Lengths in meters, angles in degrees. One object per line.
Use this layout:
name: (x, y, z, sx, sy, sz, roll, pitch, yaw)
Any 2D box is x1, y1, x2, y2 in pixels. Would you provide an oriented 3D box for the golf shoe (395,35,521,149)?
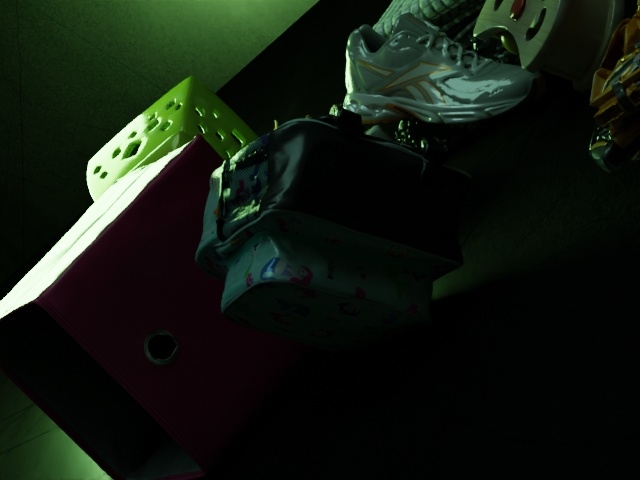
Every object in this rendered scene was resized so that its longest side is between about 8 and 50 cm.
golf shoe: (0.174, -0.166, 2.041, 0.198, 0.077, 0.094, -44, -15, 26)

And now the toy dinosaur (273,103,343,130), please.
toy dinosaur: (-0.036, -0.162, 2.716, 0.112, 0.064, 0.211, -31, 12, -37)

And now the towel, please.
towel: (0.220, -0.343, 2.341, 0.235, 0.121, 0.284, -32, 15, 37)

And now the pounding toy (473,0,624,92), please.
pounding toy: (0.284, -0.228, 1.840, 0.269, 0.155, 0.154, 180, 107, -71)

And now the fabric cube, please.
fabric cube: (-0.172, 0.084, 1.853, 0.258, 0.254, 0.259, -48, 12, -26)

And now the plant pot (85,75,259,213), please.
plant pot: (-0.196, -0.063, 2.503, 0.228, 0.227, 0.207, -39, 20, 18)

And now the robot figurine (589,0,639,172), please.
robot figurine: (0.321, -0.176, 1.536, 0.211, 0.085, 0.291, -35, 15, 37)

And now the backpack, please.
backpack: (0.000, 0.000, 1.643, 0.253, 0.225, 0.191, -17, 60, 63)

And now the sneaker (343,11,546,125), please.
sneaker: (0.128, -0.196, 1.939, 0.262, 0.121, 0.099, 3, 17, 35)

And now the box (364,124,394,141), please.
box: (-0.004, -0.030, 2.055, 0.275, 0.094, 0.113, -28, 20, 50)
